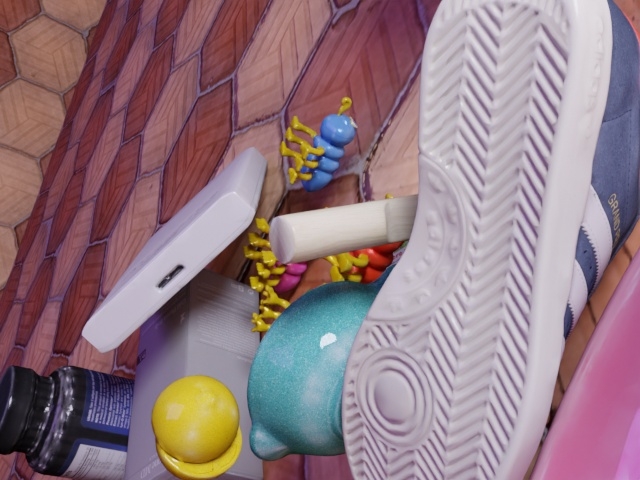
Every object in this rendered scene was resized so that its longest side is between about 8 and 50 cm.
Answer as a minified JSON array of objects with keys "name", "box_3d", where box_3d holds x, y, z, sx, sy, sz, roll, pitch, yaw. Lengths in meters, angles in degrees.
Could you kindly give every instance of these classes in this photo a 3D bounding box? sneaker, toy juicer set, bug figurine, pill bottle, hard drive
[{"name":"sneaker","box_3d":[0.120,0.023,0.435,0.131,0.148,0.349,27,110,41]},{"name":"toy juicer set","box_3d":[-0.017,0.087,0.491,0.089,0.209,0.328,25,98,49]},{"name":"bug figurine","box_3d":[0.000,0.000,0.675,0.216,0.072,0.279,-61,25,27]},{"name":"pill bottle","box_3d":[-0.259,0.214,0.826,0.123,0.219,0.122,-37,42,43]},{"name":"hard drive","box_3d":[-0.147,-0.008,0.809,0.203,0.040,0.307,-42,12,9]}]

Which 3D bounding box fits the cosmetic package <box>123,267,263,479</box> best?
[{"name":"cosmetic package","box_3d":[-0.135,0.161,0.779,0.127,0.107,0.237,-42,35,33]}]

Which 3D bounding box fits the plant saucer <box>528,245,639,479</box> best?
[{"name":"plant saucer","box_3d":[0.142,0.094,0.246,0.332,0.084,0.332,-60,-13,-24]}]

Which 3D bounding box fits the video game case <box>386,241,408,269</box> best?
[{"name":"video game case","box_3d":[0.082,0.062,0.576,0.119,0.015,0.166,-30,47,48]}]
